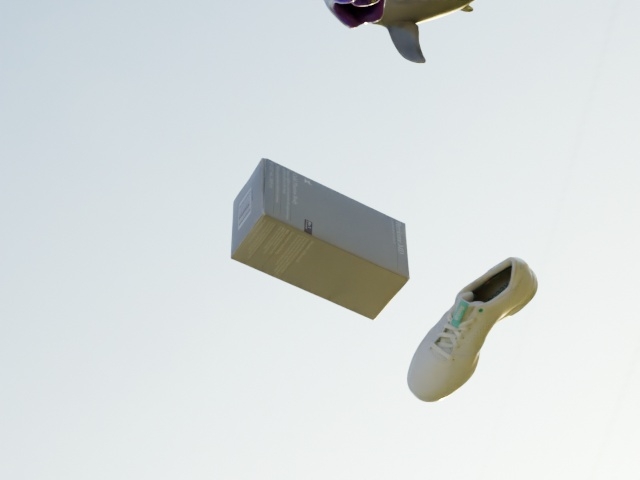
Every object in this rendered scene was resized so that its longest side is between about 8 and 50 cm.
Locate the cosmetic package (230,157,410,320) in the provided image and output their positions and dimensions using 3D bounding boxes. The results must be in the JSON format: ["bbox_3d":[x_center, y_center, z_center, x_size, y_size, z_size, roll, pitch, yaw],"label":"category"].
[{"bbox_3d":[0.000,0.000,2.150,0.238,0.127,0.107,21,-52,-20],"label":"cosmetic package"}]

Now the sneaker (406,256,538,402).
[{"bbox_3d":[0.172,0.100,1.889,0.212,0.080,0.094,-51,-24,-1],"label":"sneaker"}]

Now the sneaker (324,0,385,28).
[{"bbox_3d":[0.035,-0.292,1.551,0.095,0.104,0.236,-16,-22,-7],"label":"sneaker"}]

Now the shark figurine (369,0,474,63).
[{"bbox_3d":[0.145,-0.320,1.826,0.278,0.166,0.116,-24,-37,-6],"label":"shark figurine"}]
